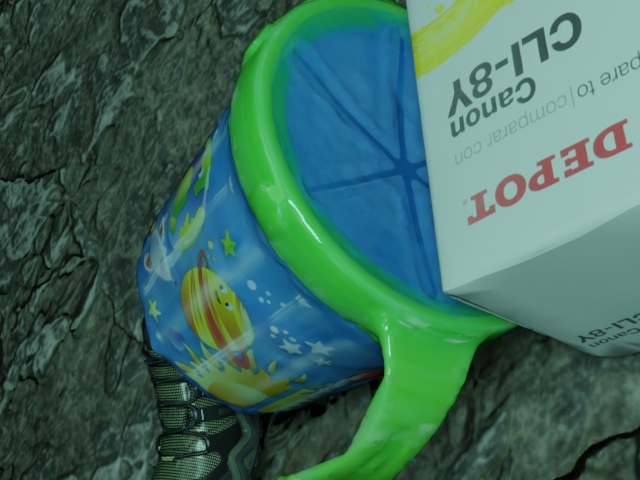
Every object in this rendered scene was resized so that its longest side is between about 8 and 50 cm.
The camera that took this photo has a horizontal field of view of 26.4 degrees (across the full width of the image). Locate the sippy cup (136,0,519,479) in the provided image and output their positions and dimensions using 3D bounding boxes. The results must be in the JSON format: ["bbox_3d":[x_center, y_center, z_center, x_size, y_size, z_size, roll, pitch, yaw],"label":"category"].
[{"bbox_3d":[0.000,0.000,0.881,0.224,0.240,0.305,-40,9,44],"label":"sippy cup"}]

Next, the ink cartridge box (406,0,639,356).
[{"bbox_3d":[0.196,-0.165,0.762,0.279,0.160,0.384,-27,56,38],"label":"ink cartridge box"}]

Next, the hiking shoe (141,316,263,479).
[{"bbox_3d":[-0.096,0.103,0.977,0.086,0.114,0.226,-14,48,44],"label":"hiking shoe"}]
